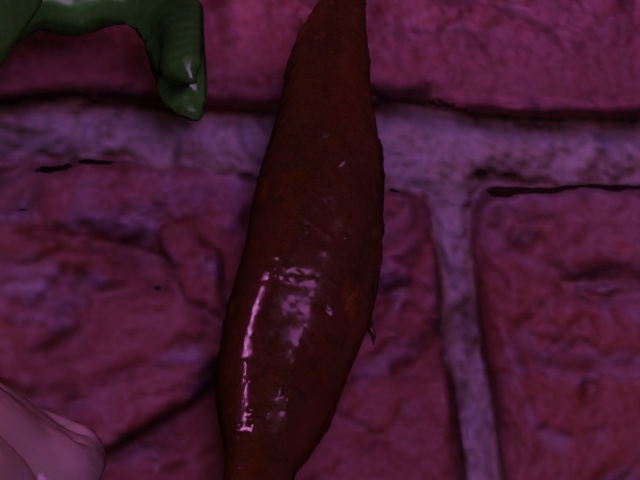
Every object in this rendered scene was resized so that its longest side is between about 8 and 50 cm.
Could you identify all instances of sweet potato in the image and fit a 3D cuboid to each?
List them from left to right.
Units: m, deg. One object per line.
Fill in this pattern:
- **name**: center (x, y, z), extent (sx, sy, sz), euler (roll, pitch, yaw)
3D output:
- **sweet potato**: center (0.000, 0.000, 0.896), extent (0.072, 0.066, 0.314), euler (23, 57, -15)

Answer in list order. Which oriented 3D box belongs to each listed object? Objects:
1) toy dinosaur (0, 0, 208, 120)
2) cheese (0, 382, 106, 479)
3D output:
- **toy dinosaur**: center (-0.234, -0.173, 0.887), extent (0.374, 0.144, 0.500), euler (-11, 66, -11)
- **cheese**: center (-0.202, 0.151, 0.623), extent (0.153, 0.292, 0.332), euler (33, 54, -1)
